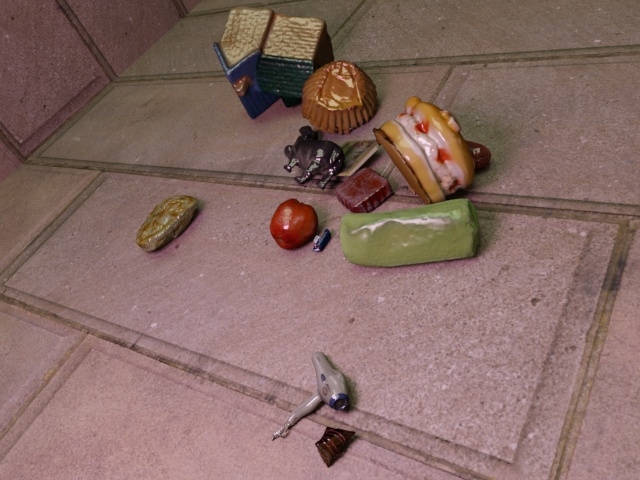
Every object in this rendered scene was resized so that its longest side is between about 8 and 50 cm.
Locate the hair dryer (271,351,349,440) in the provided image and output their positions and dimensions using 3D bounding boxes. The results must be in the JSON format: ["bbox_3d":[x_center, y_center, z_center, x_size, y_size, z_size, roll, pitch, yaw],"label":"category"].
[{"bbox_3d":[-0.029,0.334,1.266,0.199,0.067,0.167,-34,29,16],"label":"hair dryer"}]

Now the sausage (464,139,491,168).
[{"bbox_3d":[0.405,-0.238,1.590,0.141,0.076,0.076,22,60,43],"label":"sausage"}]

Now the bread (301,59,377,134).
[{"bbox_3d":[0.064,-0.496,1.944,0.274,0.149,0.274,0,65,0],"label":"bread"}]

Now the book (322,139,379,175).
[{"bbox_3d":[0.087,-0.256,1.794,0.168,0.013,0.192,-46,28,-20],"label":"book"}]

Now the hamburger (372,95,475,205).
[{"bbox_3d":[0.278,-0.241,1.505,0.186,0.261,0.303,-37,38,2],"label":"hamburger"}]

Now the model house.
[{"bbox_3d":[-0.169,-0.640,2.175,0.382,0.334,0.343,8,70,16],"label":"model house"}]

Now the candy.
[{"bbox_3d":[0.216,-0.016,1.419,0.343,0.142,0.132,-5,30,21],"label":"candy"}]

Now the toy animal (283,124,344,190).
[{"bbox_3d":[-0.040,-0.269,1.822,0.168,0.106,0.343,-44,30,3],"label":"toy animal"}]

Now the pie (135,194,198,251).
[{"bbox_3d":[-0.505,-0.059,1.896,0.201,0.090,0.248,6,50,47],"label":"pie"}]

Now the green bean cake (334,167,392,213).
[{"bbox_3d":[0.123,-0.139,1.653,0.135,0.056,0.135,-36,42,-8],"label":"green bean cake"}]

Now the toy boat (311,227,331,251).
[{"bbox_3d":[0.000,0.000,1.591,0.038,0.038,0.083,11,54,37],"label":"toy boat"}]

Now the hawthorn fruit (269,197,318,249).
[{"bbox_3d":[-0.077,-0.044,1.609,0.133,0.133,0.138,9,62,35],"label":"hawthorn fruit"}]

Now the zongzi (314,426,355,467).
[{"bbox_3d":[0.034,0.397,1.149,0.073,0.067,0.083,-16,24,24],"label":"zongzi"}]
